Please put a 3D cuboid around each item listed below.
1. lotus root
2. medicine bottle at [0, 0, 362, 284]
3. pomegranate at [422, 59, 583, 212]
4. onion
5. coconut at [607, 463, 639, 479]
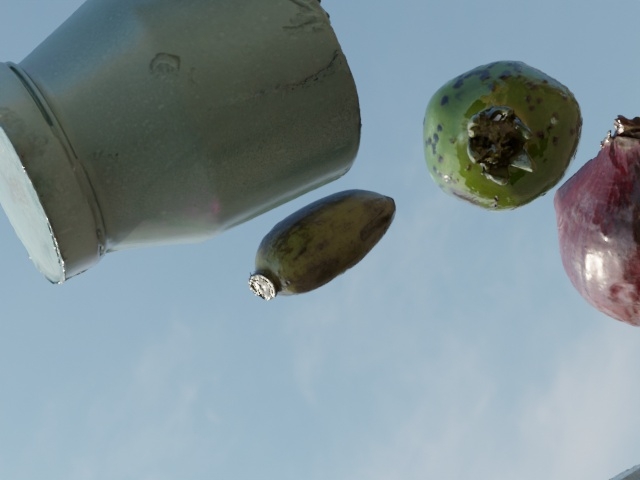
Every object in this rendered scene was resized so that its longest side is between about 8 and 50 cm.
[{"bbox_3d":[0.000,0.000,1.207,0.179,0.089,0.081,-35,-81,-18],"label":"lotus root"},{"bbox_3d":[-0.147,-0.107,1.027,0.289,0.245,0.245,-27,-51,-23],"label":"medicine bottle"},{"bbox_3d":[0.271,-0.145,1.620,0.230,0.286,0.231,-2,-83,-14],"label":"pomegranate"},{"bbox_3d":[0.344,-0.003,1.230,0.284,0.227,0.120,61,-138,-35],"label":"onion"},{"bbox_3d":[0.364,0.357,1.258,0.227,0.227,0.230,-24,-31,-36],"label":"coconut"}]
